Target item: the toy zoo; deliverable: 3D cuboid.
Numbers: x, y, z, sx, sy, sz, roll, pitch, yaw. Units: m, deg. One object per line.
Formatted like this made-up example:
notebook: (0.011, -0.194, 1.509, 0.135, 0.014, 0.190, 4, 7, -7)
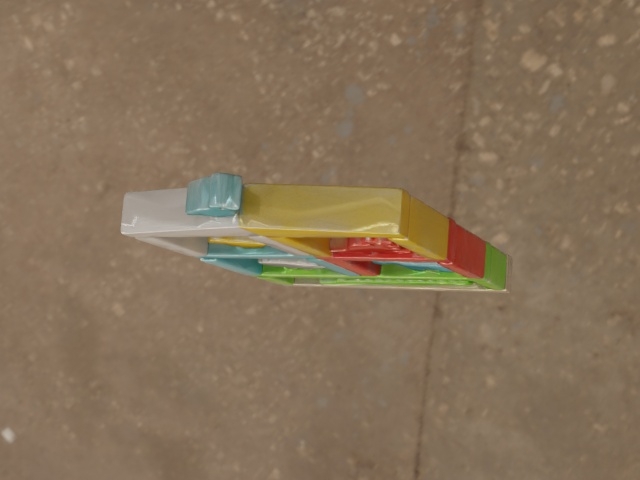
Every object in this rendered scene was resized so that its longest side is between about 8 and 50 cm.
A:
toy zoo: (0.000, 0.000, 0.842, 0.192, 0.293, 0.030, 1, 80, 23)
